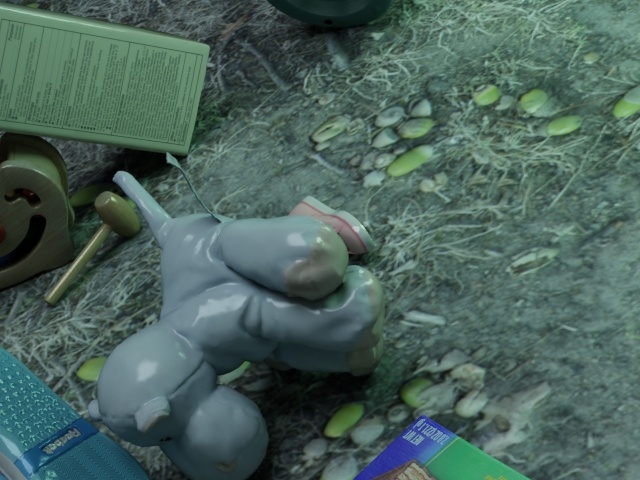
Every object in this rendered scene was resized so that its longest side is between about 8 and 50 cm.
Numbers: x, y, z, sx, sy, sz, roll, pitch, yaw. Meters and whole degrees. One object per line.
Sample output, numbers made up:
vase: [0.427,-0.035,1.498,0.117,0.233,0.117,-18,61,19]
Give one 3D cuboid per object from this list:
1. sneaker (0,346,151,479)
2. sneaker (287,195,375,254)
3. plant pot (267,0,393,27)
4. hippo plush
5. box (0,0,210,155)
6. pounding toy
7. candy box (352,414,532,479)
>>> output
sneaker: [-0.283,0.263,1.732,0.319,0.208,0.127,44,36,22]
sneaker: [0.000,0.000,1.917,0.070,0.051,0.134,-41,34,-15]
plant pot: [0.026,-0.420,2.265,0.271,0.271,0.255,-7,54,28]
hippo plush: [-0.093,0.097,1.682,0.234,0.294,0.236,-14,40,57]
box: [-0.298,-0.195,2.132,0.121,0.311,0.148,22,101,48]
pounding toy: [-0.360,-0.016,2.090,0.269,0.154,0.155,-23,35,9]
candy box: [0.067,0.320,1.403,0.317,0.122,0.268,-42,38,-17]
